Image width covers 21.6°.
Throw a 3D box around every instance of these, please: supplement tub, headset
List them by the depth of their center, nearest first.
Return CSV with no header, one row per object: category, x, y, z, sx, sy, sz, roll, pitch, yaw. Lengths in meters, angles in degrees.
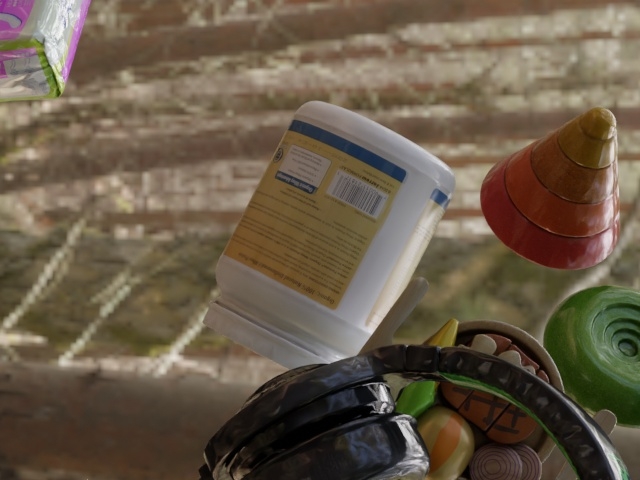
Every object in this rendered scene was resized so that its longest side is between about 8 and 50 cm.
headset,0.003,0.192,1.022,0.185,0.394,0.243,30,60,-66
supplement tub,0.005,0.005,1.339,0.199,0.144,0.144,-62,151,-3

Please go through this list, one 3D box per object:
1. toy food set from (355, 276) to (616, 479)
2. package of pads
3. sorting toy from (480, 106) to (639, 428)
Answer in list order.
toy food set,0.115,0.122,1.205,0.132,0.192,0.038,-56,-177,-6
package of pads,-0.421,-0.255,1.932,0.101,0.297,0.229,76,16,-45
sorting toy,0.238,0.037,1.269,0.126,0.127,0.365,111,-33,-49
